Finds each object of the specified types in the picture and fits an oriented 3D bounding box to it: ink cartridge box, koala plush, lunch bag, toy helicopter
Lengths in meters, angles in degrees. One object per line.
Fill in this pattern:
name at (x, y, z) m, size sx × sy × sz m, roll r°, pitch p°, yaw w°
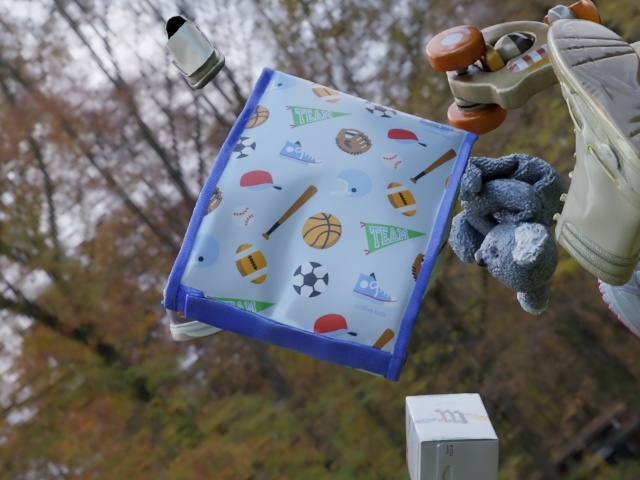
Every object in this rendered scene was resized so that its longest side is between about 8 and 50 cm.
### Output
ink cartridge box at (0.209, 0.340, 2.235) m, size 0.127 × 0.128 × 0.176 m, roll -1°, pitch 18°, yaw -3°
koala plush at (0.314, -0.008, 2.207) m, size 0.203 × 0.221 × 0.196 m, roll -11°, pitch -43°, yaw -1°
lunch bag at (0.000, 0.000, 1.847) m, size 0.239 × 0.328 × 0.385 m, roll 101°, pitch -172°, yaw -45°
toy helicopter at (0.338, -0.255, 1.930) m, size 0.235 × 0.355 × 0.140 m, roll -43°, pitch -55°, yaw -32°

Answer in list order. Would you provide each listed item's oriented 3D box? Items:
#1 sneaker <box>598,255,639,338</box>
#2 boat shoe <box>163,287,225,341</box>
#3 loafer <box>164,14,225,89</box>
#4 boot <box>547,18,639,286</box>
sneaker at (0.524, 0.047, 2.322) m, size 0.111 × 0.252 × 0.103 m, roll -26°, pitch -27°, yaw 22°
boat shoe at (-0.094, 0.059, 2.022) m, size 0.285 × 0.092 × 0.103 m, roll -22°, pitch 15°, yaw -16°
loafer at (-0.155, -0.223, 1.632) m, size 0.056 × 0.148 × 0.050 m, roll -47°, pitch -59°, yaw 5°
boot at (0.302, -0.101, 1.531) m, size 0.095 × 0.262 × 0.203 m, roll -9°, pitch -43°, yaw -18°
